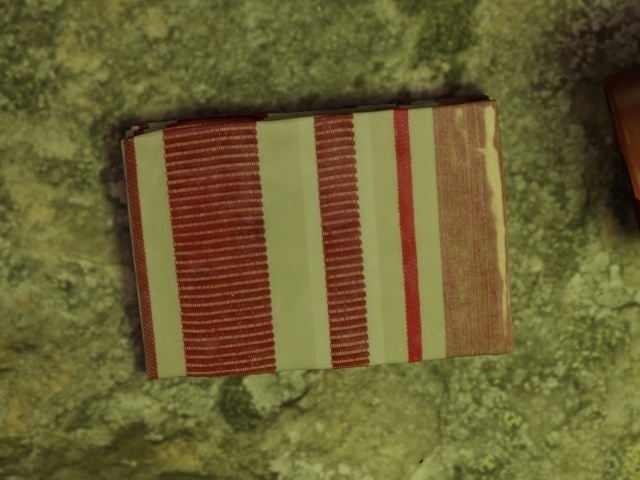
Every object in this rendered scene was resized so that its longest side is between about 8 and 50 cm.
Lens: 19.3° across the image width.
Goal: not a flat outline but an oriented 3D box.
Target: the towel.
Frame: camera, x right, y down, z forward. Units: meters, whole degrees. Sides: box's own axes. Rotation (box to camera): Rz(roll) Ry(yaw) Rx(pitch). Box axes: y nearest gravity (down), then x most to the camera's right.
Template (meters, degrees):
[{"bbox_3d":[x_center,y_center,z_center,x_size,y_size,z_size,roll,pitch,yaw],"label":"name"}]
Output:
[{"bbox_3d":[0.000,0.000,1.650,0.329,0.037,0.237,-4,106,0],"label":"towel"}]

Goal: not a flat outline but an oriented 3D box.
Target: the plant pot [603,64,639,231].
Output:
[{"bbox_3d":[0.384,-0.071,1.549,0.265,0.272,0.272,-15,104,8],"label":"plant pot"}]
